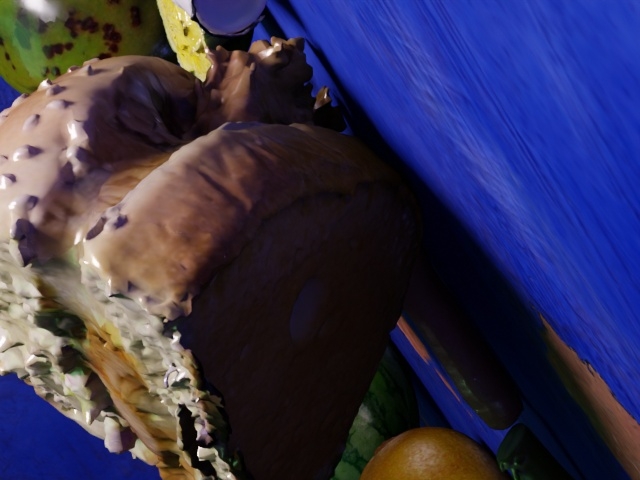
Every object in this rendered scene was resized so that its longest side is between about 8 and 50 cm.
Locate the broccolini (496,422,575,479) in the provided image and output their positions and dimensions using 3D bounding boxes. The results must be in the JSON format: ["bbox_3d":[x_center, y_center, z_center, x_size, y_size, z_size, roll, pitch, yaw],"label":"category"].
[{"bbox_3d":[0.240,0.315,1.391,0.392,0.074,0.079,53,143,-7],"label":"broccolini"}]

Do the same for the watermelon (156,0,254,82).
[{"bbox_3d":[-0.080,-0.165,1.299,0.105,0.062,0.105,159,90,-78],"label":"watermelon"}]

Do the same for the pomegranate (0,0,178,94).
[{"bbox_3d":[-0.228,-0.242,1.771,0.211,0.263,0.211,10,159,4],"label":"pomegranate"}]

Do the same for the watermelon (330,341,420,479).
[{"bbox_3d":[-0.037,0.232,2.360,0.363,0.363,0.363,54,177,5],"label":"watermelon"}]

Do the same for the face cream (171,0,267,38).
[{"bbox_3d":[-0.105,-0.211,1.223,0.058,0.092,0.243,3,-153,-30],"label":"face cream"}]

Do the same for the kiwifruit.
[{"bbox_3d":[0.136,0.318,2.015,0.234,0.196,0.196,53,176,25],"label":"kiwifruit"}]

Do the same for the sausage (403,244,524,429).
[{"bbox_3d":[0.095,0.067,1.366,0.186,0.043,0.043,56,176,-20],"label":"sausage"}]

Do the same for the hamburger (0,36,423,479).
[{"bbox_3d":[-0.080,0.010,1.226,0.268,0.287,0.445,27,159,21],"label":"hamburger"}]
